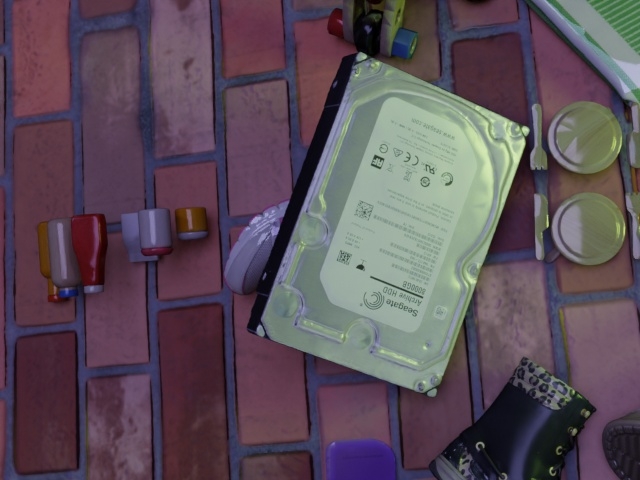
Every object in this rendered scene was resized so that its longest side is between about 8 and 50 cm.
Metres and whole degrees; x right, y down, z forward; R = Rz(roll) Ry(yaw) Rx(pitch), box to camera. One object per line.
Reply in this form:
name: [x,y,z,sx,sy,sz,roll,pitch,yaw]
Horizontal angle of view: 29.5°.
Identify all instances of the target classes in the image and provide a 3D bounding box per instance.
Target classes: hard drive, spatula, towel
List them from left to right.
spatula: [0.054,0.376,1.397,0.084,0.030,0.296,-7,76,10]
hard drive: [0.079,-0.015,1.391,0.237,0.064,0.338,22,86,-18]
towel: [0.425,-0.339,1.461,0.325,0.038,0.248,-40,73,1]

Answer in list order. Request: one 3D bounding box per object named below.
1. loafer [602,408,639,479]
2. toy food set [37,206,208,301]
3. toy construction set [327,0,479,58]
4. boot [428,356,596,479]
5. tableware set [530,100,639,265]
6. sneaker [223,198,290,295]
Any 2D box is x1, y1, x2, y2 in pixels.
loafer: [0.439,0.236,1.302,0.269,0.092,0.101,10,115,30]
toy food set: [-0.255,0.019,1.517,0.232,0.111,0.104,-5,89,12]
toy construction set: [0.056,-0.394,1.458,0.257,0.237,0.309,-46,71,1]
boot: [0.260,0.259,1.344,0.236,0.085,0.178,37,86,19]
tableware set: [0.309,-0.066,1.428,0.128,0.039,0.194,0,84,2]
sneaker: [0.000,0.000,1.457,0.252,0.103,0.111,-33,71,6]
